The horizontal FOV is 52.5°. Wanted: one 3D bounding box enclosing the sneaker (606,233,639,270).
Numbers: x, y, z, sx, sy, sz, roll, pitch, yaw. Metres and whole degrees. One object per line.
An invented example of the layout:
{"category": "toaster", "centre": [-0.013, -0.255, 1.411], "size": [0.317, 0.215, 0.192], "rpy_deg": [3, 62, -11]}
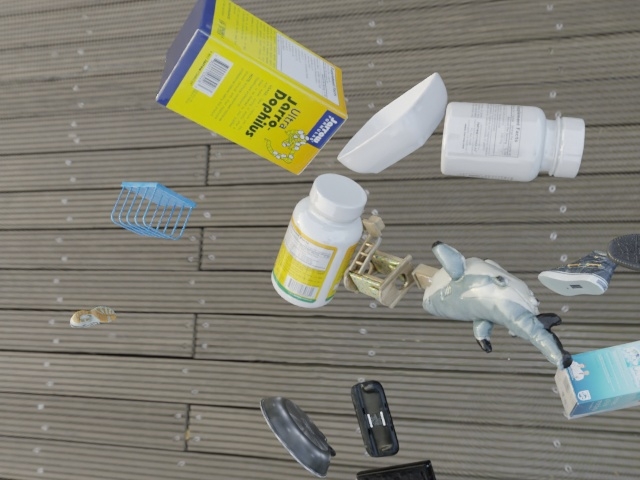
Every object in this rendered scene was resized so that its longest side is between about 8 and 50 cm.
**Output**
{"category": "sneaker", "centre": [0.478, 0.028, 0.880], "size": [0.170, 0.089, 0.051], "rpy_deg": [-2, 67, 18]}

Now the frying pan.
{"category": "frying pan", "centre": [-0.009, 0.425, 1.338], "size": [0.053, 0.326, 0.197], "rpy_deg": [-43, 35, 2]}

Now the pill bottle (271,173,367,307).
{"category": "pill bottle", "centre": [0.000, 0.000, 1.059], "size": [0.117, 0.117, 0.208], "rpy_deg": [36, 129, 19]}

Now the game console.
{"category": "game console", "centre": [0.177, 0.546, 1.699], "size": [0.213, 0.044, 0.361], "rpy_deg": [-21, 80, 30]}

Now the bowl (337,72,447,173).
{"category": "bowl", "centre": [0.102, -0.146, 0.853], "size": [0.053, 0.142, 0.142], "rpy_deg": [49, 135, -11]}

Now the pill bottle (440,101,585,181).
{"category": "pill bottle", "centre": [0.333, -0.171, 1.138], "size": [0.229, 0.131, 0.131], "rpy_deg": [6, 82, 12]}

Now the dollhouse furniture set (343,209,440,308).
{"category": "dollhouse furniture set", "centre": [0.114, 0.040, 1.194], "size": [0.101, 0.161, 0.182], "rpy_deg": [-44, 34, -20]}

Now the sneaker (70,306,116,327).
{"category": "sneaker", "centre": [-0.424, 0.144, 1.204], "size": [0.037, 0.083, 0.032], "rpy_deg": [-37, 62, 41]}

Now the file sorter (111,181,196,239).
{"category": "file sorter", "centre": [-0.408, -0.070, 1.567], "size": [0.170, 0.118, 0.105], "rpy_deg": [5, 72, 46]}

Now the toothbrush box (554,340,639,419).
{"category": "toothbrush box", "centre": [0.768, 0.348, 1.647], "size": [0.295, 0.216, 0.126], "rpy_deg": [-15, 62, 6]}

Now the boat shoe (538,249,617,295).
{"category": "boat shoe", "centre": [0.545, 0.067, 1.366], "size": [0.065, 0.183, 0.083], "rpy_deg": [44, 75, -15]}

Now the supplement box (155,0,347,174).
{"category": "supplement box", "centre": [-0.142, -0.335, 1.399], "size": [0.195, 0.356, 0.194], "rpy_deg": [-46, 31, 34]}

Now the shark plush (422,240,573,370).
{"category": "shark plush", "centre": [0.146, 0.061, 0.531], "size": [0.161, 0.073, 0.067], "rpy_deg": [33, 103, 46]}
